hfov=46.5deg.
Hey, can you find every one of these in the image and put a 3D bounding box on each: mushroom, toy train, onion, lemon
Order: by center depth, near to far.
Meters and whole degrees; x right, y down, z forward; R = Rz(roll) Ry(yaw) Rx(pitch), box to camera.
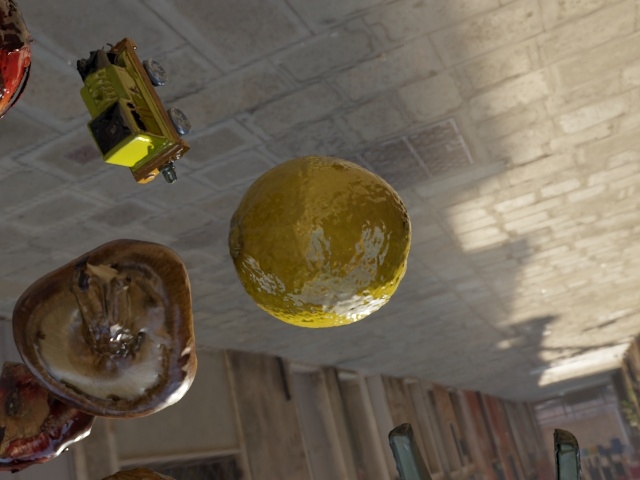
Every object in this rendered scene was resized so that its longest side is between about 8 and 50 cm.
[{"bbox_3d":[-0.249,-0.170,0.961,0.089,0.219,0.127,-32,168,20],"label":"toy train"},{"bbox_3d":[0.001,0.000,1.152,0.293,0.293,0.293,-13,163,-4],"label":"lemon"},{"bbox_3d":[-0.371,0.158,1.281,0.345,0.345,0.259,-16,-166,6],"label":"mushroom"},{"bbox_3d":[-0.566,0.324,1.454,0.272,0.195,0.272,-26,-164,8],"label":"onion"}]

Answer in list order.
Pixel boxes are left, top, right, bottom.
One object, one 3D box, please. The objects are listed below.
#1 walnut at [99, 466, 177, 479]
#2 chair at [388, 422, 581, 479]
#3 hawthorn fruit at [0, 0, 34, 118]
[{"bbox_3d":[-0.223,0.377,0.940,0.167,0.167,0.207,2,-175,-42],"label":"walnut"},{"bbox_3d":[0.146,0.279,0.605,0.203,0.190,0.275,-1,131,21],"label":"chair"},{"bbox_3d":[-0.603,-0.298,1.121,0.316,0.316,0.316,-13,163,-4],"label":"hawthorn fruit"}]
